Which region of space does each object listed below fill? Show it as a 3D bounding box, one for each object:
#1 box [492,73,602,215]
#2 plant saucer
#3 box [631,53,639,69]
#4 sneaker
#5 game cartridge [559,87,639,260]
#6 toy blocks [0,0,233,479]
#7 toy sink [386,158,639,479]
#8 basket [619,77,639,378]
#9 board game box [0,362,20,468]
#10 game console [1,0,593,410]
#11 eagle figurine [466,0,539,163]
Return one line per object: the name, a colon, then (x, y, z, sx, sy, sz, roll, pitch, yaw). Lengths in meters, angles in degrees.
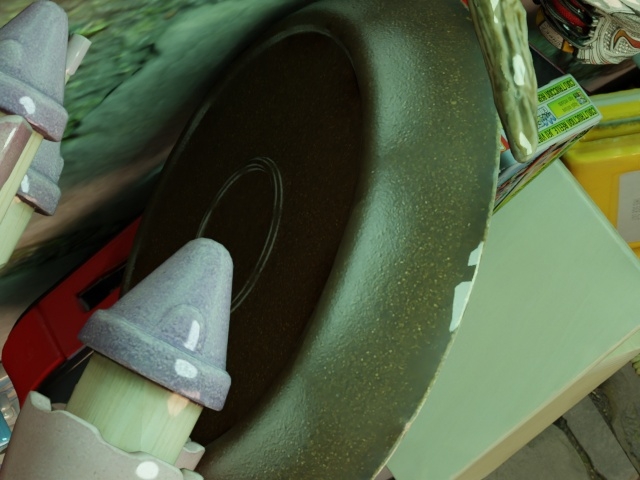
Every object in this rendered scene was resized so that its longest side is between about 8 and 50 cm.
box: (0.071, -0.017, 1.101, 0.114, 0.036, 0.207, -27, 167, -45)
plant saucer: (-0.026, 0.006, 0.891, 0.050, 0.310, 0.310, 22, 137, -26)
box: (0.336, -0.137, 1.424, 0.091, 0.130, 0.170, -38, 166, 30)
sneaker: (0.178, -0.146, 1.114, 0.093, 0.088, 0.225, -33, 167, 15)
game cartridge: (0.315, -0.046, 1.304, 0.285, 0.052, 0.323, -8, 162, 6)
toy blocks: (-0.177, 0.007, 0.697, 0.260, 0.309, 0.288, -63, -178, -5)
toy sink: (0.129, 0.050, 1.255, 0.234, 0.153, 0.131, -44, 163, 24)
basket: (0.307, 0.022, 1.584, 0.223, 0.299, 0.213, -31, 169, -11)
board game box: (-0.144, 0.118, 1.466, 0.390, 0.050, 0.390, -29, 167, -14)
game console: (0.000, 0.000, 1.192, 0.386, 0.060, 0.342, -39, 159, 13)
eagle figurine: (0.175, -0.195, 0.656, 0.298, 0.226, 0.225, -17, -153, 10)
